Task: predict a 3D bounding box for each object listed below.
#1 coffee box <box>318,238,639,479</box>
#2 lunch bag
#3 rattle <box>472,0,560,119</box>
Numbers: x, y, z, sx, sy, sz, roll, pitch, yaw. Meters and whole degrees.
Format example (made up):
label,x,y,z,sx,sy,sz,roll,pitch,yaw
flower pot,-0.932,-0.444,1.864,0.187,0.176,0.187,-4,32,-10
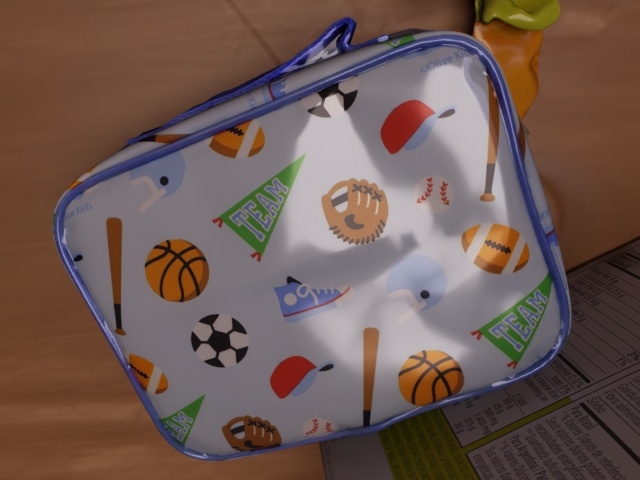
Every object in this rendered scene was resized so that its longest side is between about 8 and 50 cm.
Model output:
label,x,y,z,sx,sy,sz,roll,pitch,yaw
coffee box,0.225,0.239,0.393,0.334,0.338,0.338,-26,105,1
lunch bag,0.000,0.000,0.416,0.303,0.115,0.243,-21,104,9
rattle,0.158,-0.141,0.362,0.130,0.199,0.143,-8,98,-40
